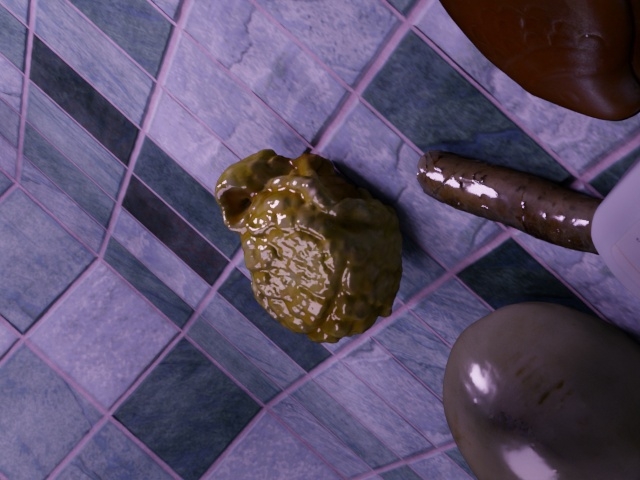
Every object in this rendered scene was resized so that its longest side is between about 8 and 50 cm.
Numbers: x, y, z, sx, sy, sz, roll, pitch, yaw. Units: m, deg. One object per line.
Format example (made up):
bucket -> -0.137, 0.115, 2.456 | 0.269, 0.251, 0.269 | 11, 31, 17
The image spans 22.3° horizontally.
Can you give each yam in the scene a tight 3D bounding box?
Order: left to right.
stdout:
yam -> 0.225, -0.041, 1.786 | 0.317, 0.071, 0.067 | 22, 117, 49

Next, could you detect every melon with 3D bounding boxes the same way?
melon -> 0.286, 0.211, 1.949 | 0.308, 0.272, 0.272 | 13, 148, 42

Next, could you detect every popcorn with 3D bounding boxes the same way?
popcorn -> 0.000, 0.000, 2.187 | 0.225, 0.173, 0.286 | -20, 101, 42

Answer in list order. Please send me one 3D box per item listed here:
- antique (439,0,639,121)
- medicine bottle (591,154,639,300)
antique -> 0.187, -0.225, 1.321 | 0.278, 0.129, 0.223 | 49, 162, -20
medicine bottle -> 0.361, -0.029, 1.433 | 0.179, 0.124, 0.324 | 40, 164, 6
